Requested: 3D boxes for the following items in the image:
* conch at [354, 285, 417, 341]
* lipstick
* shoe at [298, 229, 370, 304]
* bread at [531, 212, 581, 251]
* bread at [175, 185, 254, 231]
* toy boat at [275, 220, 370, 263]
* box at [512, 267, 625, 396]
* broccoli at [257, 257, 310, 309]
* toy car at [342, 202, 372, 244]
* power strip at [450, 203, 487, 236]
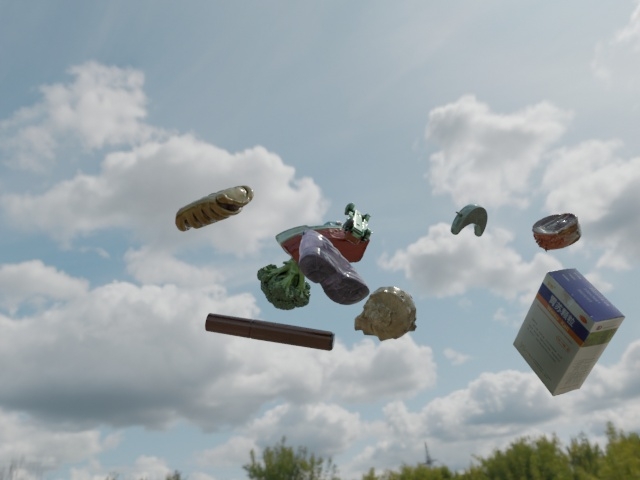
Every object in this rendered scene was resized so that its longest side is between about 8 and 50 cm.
[{"bbox_3d":[0.266,0.295,2.145,0.263,0.186,0.324,-36,-28,29],"label":"conch"},{"bbox_3d":[-0.138,0.249,1.519,0.357,0.057,0.057,8,-29,9],"label":"lipstick"},{"bbox_3d":[0.032,0.069,1.454,0.095,0.137,0.245,-35,-53,23],"label":"shoe"},{"bbox_3d":[0.825,-0.031,1.947,0.161,0.160,0.073,-18,-66,19],"label":"bread"},{"bbox_3d":[-0.299,-0.089,1.553,0.225,0.081,0.134,-16,11,19],"label":"bread"},{"bbox_3d":[0.000,0.000,1.905,0.332,0.133,0.145,-2,-50,-33],"label":"toy boat"},{"bbox_3d":[0.674,0.255,1.544,0.106,0.200,0.299,-7,-50,-19],"label":"box"},{"bbox_3d":[-0.151,0.180,2.488,0.270,0.270,0.270,16,-71,-34],"label":"broccoli"},{"bbox_3d":[0.093,-0.044,1.465,0.073,0.143,0.054,31,-66,-13],"label":"toy car"},{"bbox_3d":[0.591,-0.081,2.206,0.216,0.044,0.137,6,-70,-43],"label":"power strip"}]
